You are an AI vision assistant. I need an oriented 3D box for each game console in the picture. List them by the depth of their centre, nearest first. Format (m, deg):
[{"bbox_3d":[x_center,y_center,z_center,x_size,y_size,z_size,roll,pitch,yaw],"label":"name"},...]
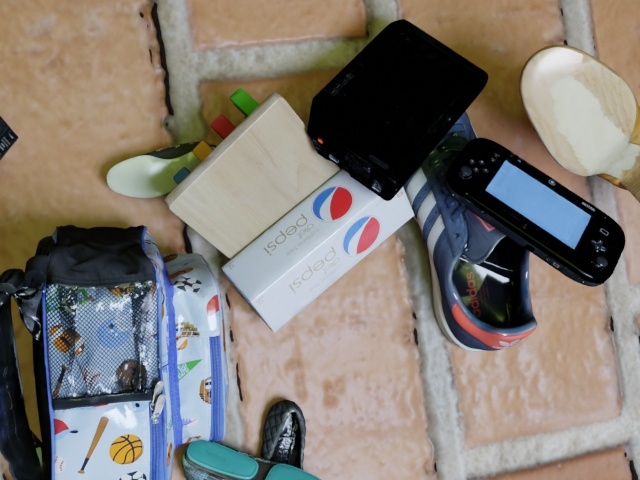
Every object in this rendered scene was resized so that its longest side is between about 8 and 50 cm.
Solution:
[{"bbox_3d":[0.173,-0.090,0.836,0.361,0.044,0.213,36,59,8],"label":"game console"}]

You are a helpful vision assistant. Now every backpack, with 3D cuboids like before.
[{"bbox_3d":[-0.199,0.125,0.756,0.213,0.276,0.263,6,98,-11],"label":"backpack"}]

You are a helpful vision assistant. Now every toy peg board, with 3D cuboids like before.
[{"bbox_3d":[-0.082,-0.074,0.852,0.160,0.079,0.161,-45,141,0],"label":"toy peg board"}]

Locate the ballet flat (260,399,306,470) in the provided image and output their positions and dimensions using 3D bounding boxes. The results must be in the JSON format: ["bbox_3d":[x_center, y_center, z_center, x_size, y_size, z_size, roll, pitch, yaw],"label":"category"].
[{"bbox_3d":[-0.044,0.269,0.872,0.057,0.049,0.173,0,86,-11],"label":"ballet flat"}]

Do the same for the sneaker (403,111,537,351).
[{"bbox_3d":[0.174,-0.041,0.892,0.131,0.148,0.350,-19,90,-13],"label":"sneaker"}]

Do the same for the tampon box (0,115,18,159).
[{"bbox_3d":[-0.408,-0.083,0.777,0.101,0.120,0.161,36,79,-9],"label":"tampon box"}]

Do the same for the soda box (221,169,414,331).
[{"bbox_3d":[0.000,0.000,0.869,0.216,0.074,0.069,-40,51,-8],"label":"soda box"}]

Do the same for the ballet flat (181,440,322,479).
[{"bbox_3d":[-0.065,0.274,0.838,0.188,0.070,0.070,19,81,17],"label":"ballet flat"}]

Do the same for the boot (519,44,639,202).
[{"bbox_3d":[0.302,-0.154,0.891,0.295,0.211,0.104,34,114,-28],"label":"boot"}]

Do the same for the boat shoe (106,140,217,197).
[{"bbox_3d":[-0.176,-0.081,0.873,0.133,0.042,0.049,-15,110,-13],"label":"boat shoe"}]
